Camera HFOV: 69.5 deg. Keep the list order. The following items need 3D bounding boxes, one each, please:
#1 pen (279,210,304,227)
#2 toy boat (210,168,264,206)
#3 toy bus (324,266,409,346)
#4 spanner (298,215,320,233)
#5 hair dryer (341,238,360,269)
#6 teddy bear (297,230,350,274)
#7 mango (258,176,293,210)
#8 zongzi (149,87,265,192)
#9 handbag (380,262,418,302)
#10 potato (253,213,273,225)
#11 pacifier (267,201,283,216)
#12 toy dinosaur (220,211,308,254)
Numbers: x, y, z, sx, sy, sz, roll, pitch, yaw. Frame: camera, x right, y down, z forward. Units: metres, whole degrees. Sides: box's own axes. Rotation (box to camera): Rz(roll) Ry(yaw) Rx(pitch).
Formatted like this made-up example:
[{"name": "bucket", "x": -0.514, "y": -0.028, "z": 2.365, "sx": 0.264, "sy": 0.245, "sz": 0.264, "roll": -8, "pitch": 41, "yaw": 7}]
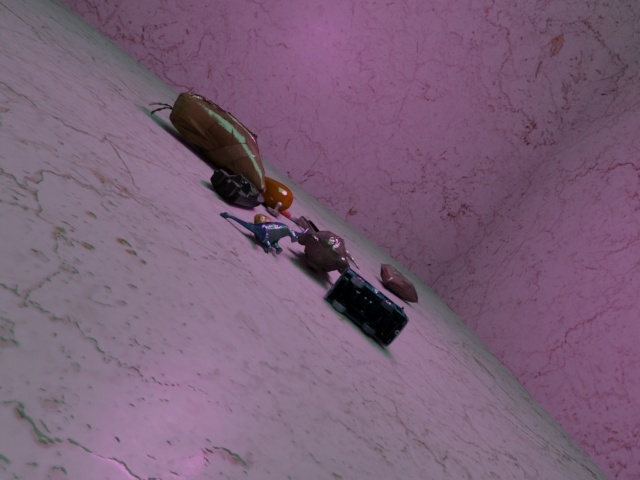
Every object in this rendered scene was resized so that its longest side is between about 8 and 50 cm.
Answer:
[{"name": "pen", "x": -0.113, "y": -0.095, "z": 2.223, "sx": 0.239, "sy": 0.028, "sz": 0.028, "roll": 33, "pitch": 11, "yaw": -39}, {"name": "toy boat", "x": -0.292, "y": -0.189, "z": 1.742, "sx": 0.141, "sy": 0.092, "sz": 0.319, "roll": 43, "pitch": 8, "yaw": 13}, {"name": "toy bus", "x": 0.150, "y": 0.208, "z": 1.489, "sx": 0.256, "sy": 0.128, "sz": 0.147, "roll": 38, "pitch": 7, "yaw": 2}, {"name": "spanner", "x": 0.000, "y": 0.000, "z": 2.136, "sx": 0.095, "sy": 0.040, "sz": 0.325, "roll": 23, "pitch": 24, "yaw": -50}, {"name": "hair dryer", "x": 0.134, "y": 0.061, "z": 2.423, "sx": 0.199, "sy": 0.067, "sz": 0.167, "roll": 49, "pitch": 2, "yaw": -9}, {"name": "teddy bear", "x": 0.020, "y": 0.043, "z": 1.681, "sx": 0.236, "sy": 0.151, "sz": 0.267, "roll": 37, "pitch": 8, "yaw": -3}, {"name": "mango", "x": -0.222, "y": -0.217, "z": 2.082, "sx": 0.221, "sy": 0.120, "sz": 0.151, "roll": 35, "pitch": 8, "yaw": 19}, {"name": "zongzi", "x": -0.442, "y": -0.433, "z": 1.915, "sx": 0.499, "sy": 0.218, "sz": 0.467, "roll": 34, "pitch": 10, "yaw": -33}, {"name": "handbag", "x": 0.427, "y": 0.232, "z": 2.538, "sx": 0.270, "sy": 0.117, "sz": 0.183, "roll": 35, "pitch": 23, "yaw": -28}, {"name": "potato", "x": -0.201, "y": -0.065, "z": 1.604, "sx": 0.068, "sy": 0.062, "sz": 0.083, "roll": 13, "pitch": -23, "yaw": 14}, {"name": "pacifier", "x": -0.192, "y": -0.140, "z": 1.999, "sx": 0.068, "sy": 0.064, "sz": 0.083, "roll": 35, "pitch": 3, "yaw": 39}, {"name": "toy dinosaur", "x": -0.154, "y": -0.017, "z": 1.471, "sx": 0.328, "sy": 0.076, "sz": 0.144, "roll": 9, "pitch": 35, "yaw": -32}]
